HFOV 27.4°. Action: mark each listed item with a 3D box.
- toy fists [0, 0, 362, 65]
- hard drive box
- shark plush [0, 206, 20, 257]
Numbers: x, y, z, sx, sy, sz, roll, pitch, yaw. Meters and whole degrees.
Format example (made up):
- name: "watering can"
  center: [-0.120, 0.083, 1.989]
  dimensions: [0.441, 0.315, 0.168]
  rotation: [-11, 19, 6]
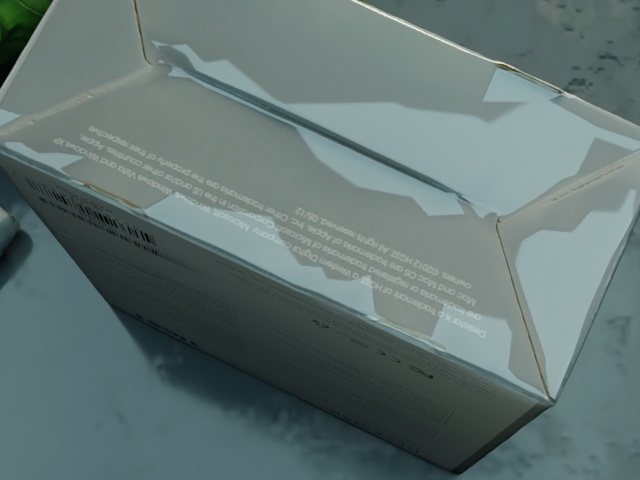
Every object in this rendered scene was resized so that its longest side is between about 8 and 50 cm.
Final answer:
- name: "toy fists"
  center: [-0.114, -0.128, 0.565]
  dimensions: [0.279, 0.096, 0.142]
  rotation: [-9, 46, -1]
- name: "hard drive box"
  center: [0.000, 0.000, 0.478]
  dimensions: [0.181, 0.232, 0.089]
  rotation: [25, 76, 5]
- name: "shark plush"
  center: [-0.196, 0.044, 0.560]
  dimensions: [0.067, 0.073, 0.161]
  rotation: [33, 71, -23]
